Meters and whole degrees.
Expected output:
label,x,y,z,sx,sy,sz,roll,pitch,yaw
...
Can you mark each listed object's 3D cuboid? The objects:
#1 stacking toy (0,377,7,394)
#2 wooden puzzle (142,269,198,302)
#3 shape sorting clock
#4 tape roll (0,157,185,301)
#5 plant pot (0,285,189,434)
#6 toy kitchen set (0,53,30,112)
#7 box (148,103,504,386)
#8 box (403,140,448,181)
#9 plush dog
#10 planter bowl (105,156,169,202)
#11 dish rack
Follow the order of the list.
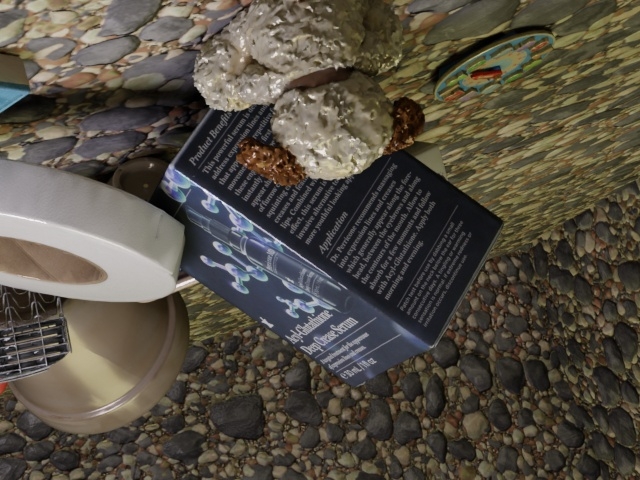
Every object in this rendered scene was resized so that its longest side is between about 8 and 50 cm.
label,x,y,z,sx,sy,sz,roll,pitch,yaw
stacking toy,-0.728,0.214,2.098,0.309,0.130,0.279,24,-179,-37
wooden puzzle,-0.139,-0.039,1.885,0.348,0.080,0.322,-17,-160,9
shape sorting clock,0.273,-0.270,1.824,0.206,0.040,0.206,-19,170,-4
tape roll,-0.365,-0.007,1.477,0.392,0.072,0.392,9,163,3
plant pot,-0.408,0.118,1.877,0.323,0.323,0.280,-20,149,5
toy kitchen set,-0.394,-0.099,1.173,0.122,0.166,0.207,-26,167,29
box,-0.014,-0.016,1.550,0.212,0.395,0.293,-57,-175,-24
box,0.086,-0.084,2.057,0.275,0.094,0.113,-26,-159,-24
plush dog,0.002,-0.177,1.314,0.263,0.225,0.210,-17,169,-10
planter bowl,-0.258,-0.054,1.724,0.162,0.162,0.109,-15,142,-21
dish rack,-0.469,0.084,1.678,0.208,0.271,0.074,-11,154,-12
